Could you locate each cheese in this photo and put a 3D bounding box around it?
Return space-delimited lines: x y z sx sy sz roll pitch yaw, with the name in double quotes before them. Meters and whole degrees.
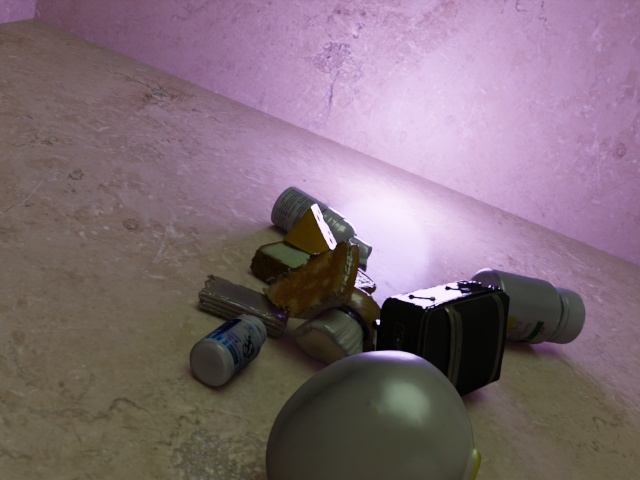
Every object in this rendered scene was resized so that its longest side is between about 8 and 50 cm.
"cheese" 0.000 0.000 2.040 0.171 0.126 0.093 43 14 3

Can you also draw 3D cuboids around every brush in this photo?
"brush" 0.076 0.246 1.736 0.267 0.174 0.166 47 51 -20

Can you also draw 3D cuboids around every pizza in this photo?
"pizza" -0.029 0.112 1.703 0.071 0.296 0.189 43 39 -38

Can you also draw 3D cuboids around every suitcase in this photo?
"suitcase" 0.312 0.256 1.745 0.194 0.283 0.433 14 14 43

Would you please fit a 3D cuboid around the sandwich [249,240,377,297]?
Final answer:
"sandwich" -0.014 0.104 2.004 0.301 0.099 0.271 33 21 30

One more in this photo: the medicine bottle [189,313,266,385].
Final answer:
"medicine bottle" -0.198 0.237 1.558 0.107 0.107 0.191 29 25 15

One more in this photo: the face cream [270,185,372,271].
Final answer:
"face cream" 0.024 -0.026 2.250 0.369 0.146 0.145 33 26 20

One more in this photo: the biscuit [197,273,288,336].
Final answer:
"biscuit" -0.194 0.165 1.771 0.238 0.062 0.108 22 22 -2

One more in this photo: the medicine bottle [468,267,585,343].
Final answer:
"medicine bottle" 0.636 0.215 2.184 0.339 0.208 0.208 12 26 -22

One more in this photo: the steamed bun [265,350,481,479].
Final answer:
"steamed bun" 0.084 0.368 1.224 0.334 0.373 0.334 53 6 -8
